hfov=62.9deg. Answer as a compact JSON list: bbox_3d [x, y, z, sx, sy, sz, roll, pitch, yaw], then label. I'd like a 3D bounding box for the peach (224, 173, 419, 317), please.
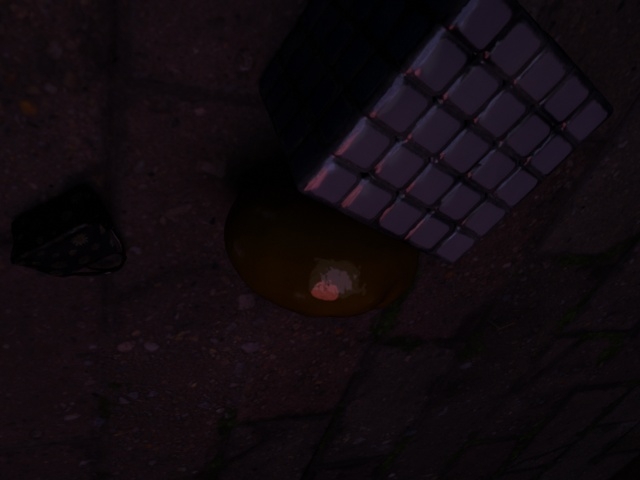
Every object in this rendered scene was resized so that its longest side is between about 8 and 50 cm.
[{"bbox_3d":[0.000,0.000,0.659,0.251,0.251,0.153,3,105,-23],"label":"peach"}]

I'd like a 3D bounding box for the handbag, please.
[{"bbox_3d":[-0.309,0.007,0.679,0.115,0.072,0.139,-27,148,2],"label":"handbag"}]

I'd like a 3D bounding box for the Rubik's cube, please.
[{"bbox_3d":[0.101,-0.154,0.558,0.238,0.237,0.237,23,122,-35],"label":"Rubik's cube"}]
